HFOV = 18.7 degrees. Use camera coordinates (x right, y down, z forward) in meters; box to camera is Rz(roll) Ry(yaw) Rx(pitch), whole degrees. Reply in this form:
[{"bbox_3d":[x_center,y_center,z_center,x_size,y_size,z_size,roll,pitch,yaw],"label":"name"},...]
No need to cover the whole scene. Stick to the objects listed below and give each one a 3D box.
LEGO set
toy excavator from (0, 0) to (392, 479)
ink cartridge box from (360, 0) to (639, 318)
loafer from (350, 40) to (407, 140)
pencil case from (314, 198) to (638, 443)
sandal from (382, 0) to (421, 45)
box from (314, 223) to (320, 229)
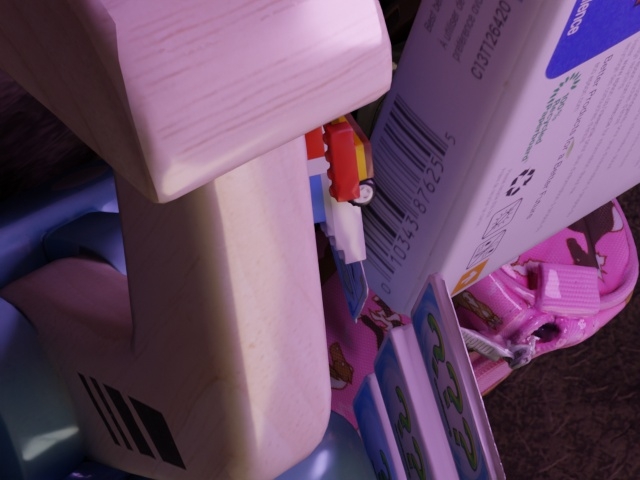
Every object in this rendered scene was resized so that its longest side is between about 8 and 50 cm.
[{"bbox_3d":[0.000,0.000,0.742,0.060,0.244,0.182,-12,164,-10],"label":"LEGO set"},{"bbox_3d":[-0.071,0.068,0.727,0.222,0.433,0.445,-28,-161,-27],"label":"toy excavator"},{"bbox_3d":[0.164,-0.136,0.807,0.307,0.072,0.303,-32,155,-34],"label":"ink cartridge box"},{"bbox_3d":[0.014,-0.074,1.048,0.061,0.062,0.170,-13,158,-27],"label":"loafer"},{"bbox_3d":[0.016,0.079,1.207,0.386,0.160,0.167,-43,177,35],"label":"pencil case"},{"bbox_3d":[0.059,-0.133,0.885,0.072,0.049,0.180,-29,-169,24],"label":"sandal"},{"bbox_3d":[0.081,-0.086,1.295,0.159,0.044,0.233,-31,172,-23],"label":"box"}]
